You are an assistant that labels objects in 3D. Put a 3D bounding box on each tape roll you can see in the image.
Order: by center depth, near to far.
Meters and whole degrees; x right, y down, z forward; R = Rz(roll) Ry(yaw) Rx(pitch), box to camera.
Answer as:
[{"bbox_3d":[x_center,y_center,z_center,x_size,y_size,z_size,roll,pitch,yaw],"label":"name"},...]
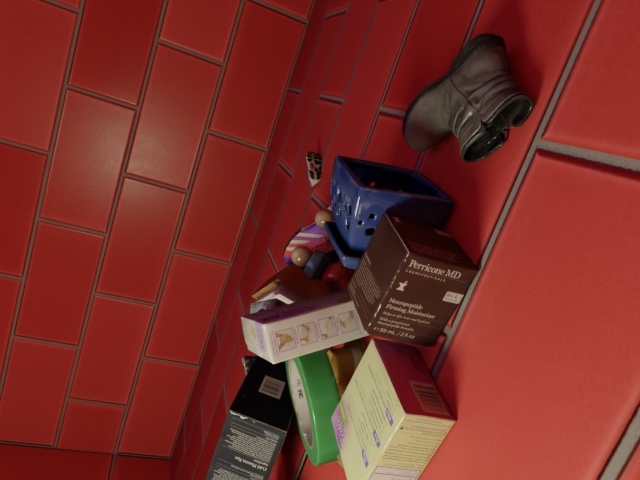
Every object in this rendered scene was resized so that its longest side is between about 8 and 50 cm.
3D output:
[{"bbox_3d":[-0.019,0.413,1.320,0.321,0.077,0.322,169,90,-76],"label":"tape roll"}]

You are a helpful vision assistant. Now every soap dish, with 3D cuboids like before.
[{"bbox_3d":[-0.078,0.190,1.635,0.291,0.228,0.118,-34,28,62],"label":"soap dish"}]

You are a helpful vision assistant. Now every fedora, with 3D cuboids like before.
[{"bbox_3d":[0.058,0.344,1.339,0.194,0.079,0.195,-165,90,-71],"label":"fedora"}]

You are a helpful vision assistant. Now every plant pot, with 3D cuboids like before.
[{"bbox_3d":[0.141,-0.054,1.193,0.236,0.235,0.212,-118,39,-62],"label":"plant pot"}]

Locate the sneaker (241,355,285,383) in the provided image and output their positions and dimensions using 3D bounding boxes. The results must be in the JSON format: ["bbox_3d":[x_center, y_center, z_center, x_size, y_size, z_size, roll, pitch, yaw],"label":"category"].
[{"bbox_3d":[-0.208,0.435,1.890,0.101,0.152,0.269,-151,77,-70],"label":"sneaker"}]

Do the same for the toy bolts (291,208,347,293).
[{"bbox_3d":[0.010,0.038,1.462,0.229,0.158,0.218,-56,-3,-43],"label":"toy bolts"}]

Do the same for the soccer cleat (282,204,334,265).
[{"bbox_3d":[0.000,0.000,1.612,0.318,0.108,0.117,-40,48,23],"label":"soccer cleat"}]

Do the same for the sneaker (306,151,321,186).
[{"bbox_3d":[-0.037,-0.297,2.089,0.071,0.068,0.170,124,153,-56],"label":"sneaker"}]

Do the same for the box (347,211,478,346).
[{"bbox_3d":[0.183,0.082,1.052,0.167,0.168,0.203,-109,38,-58],"label":"box"}]

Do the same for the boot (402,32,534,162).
[{"bbox_3d":[0.294,-0.253,1.089,0.338,0.118,0.223,124,148,-53],"label":"boot"}]

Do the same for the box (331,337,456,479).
[{"bbox_3d":[0.138,0.372,1.044,0.214,0.117,0.243,-113,43,-60],"label":"box"}]

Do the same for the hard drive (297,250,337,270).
[{"bbox_3d":[-0.027,0.059,1.758,0.254,0.054,0.172,-27,50,49],"label":"hard drive"}]

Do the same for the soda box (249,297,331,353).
[{"bbox_3d":[-0.082,0.262,1.468,0.098,0.286,0.091,-15,57,31],"label":"soda box"}]

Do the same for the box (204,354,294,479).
[{"bbox_3d":[-0.199,0.584,1.559,0.343,0.178,0.313,-64,-7,-74],"label":"box"}]

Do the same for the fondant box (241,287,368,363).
[{"bbox_3d":[-0.007,0.198,1.244,0.238,0.329,0.096,169,88,-68],"label":"fondant box"}]

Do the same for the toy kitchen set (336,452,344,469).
[{"bbox_3d":[0.090,0.529,1.203,0.068,0.075,0.083,38,157,30],"label":"toy kitchen set"}]
